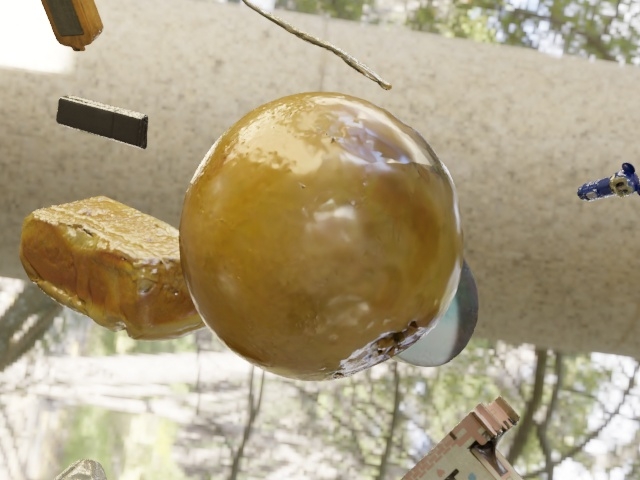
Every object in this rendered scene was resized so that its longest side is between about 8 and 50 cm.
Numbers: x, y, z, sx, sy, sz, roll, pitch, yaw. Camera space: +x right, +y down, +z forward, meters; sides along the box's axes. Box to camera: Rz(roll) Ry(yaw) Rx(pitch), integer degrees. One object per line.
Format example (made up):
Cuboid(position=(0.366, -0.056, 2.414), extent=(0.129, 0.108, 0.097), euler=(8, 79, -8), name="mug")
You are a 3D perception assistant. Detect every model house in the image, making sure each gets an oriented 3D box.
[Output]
Cuboid(position=(0.224, 0.426, 1.707), extent=(0.326, 0.244, 0.169), euler=(-47, 161, 14), name="model house")

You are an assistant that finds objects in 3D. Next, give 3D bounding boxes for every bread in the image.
Cuboid(position=(-0.259, 0.035, 1.509), extent=(0.294, 0.166, 0.132), euler=(23, -73, 41), name="bread")

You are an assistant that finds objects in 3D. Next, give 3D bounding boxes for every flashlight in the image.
Cuboid(position=(0.401, -0.074, 1.595), extent=(0.035, 0.057, 0.121), euler=(-40, -169, -27), name="flashlight")

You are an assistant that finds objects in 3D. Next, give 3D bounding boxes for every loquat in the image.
Cuboid(position=(0.000, 0.000, 1.035), extent=(0.263, 0.263, 0.263), euler=(-172, -90, -85), name="loquat")

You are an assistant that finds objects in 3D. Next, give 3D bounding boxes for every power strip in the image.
Cuboid(position=(-0.266, -0.275, 1.145), extent=(0.028, 0.049, 0.178), euler=(-55, 138, -46), name="power strip")

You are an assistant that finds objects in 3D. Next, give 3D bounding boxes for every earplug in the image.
Cuboid(position=(0.055, 0.097, 1.648), extent=(0.324, 0.185, 0.185), euler=(-15, -115, 57), name="earplug")

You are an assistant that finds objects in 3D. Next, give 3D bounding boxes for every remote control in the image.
Cuboid(position=(-0.383, -0.210, 2.005), extent=(0.245, 0.025, 0.063), euler=(17, -76, 41), name="remote control")

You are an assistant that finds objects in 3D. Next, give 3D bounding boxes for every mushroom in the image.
Cuboid(position=(-0.022, -0.276, 1.525), extent=(0.026, 0.286, 0.028), euler=(-54, 169, 3), name="mushroom")

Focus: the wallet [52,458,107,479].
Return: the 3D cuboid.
Cuboid(position=(-0.289, 0.447, 1.417), extent=(0.275, 0.068, 0.335), euler=(13, 62, -80), name="wallet")
